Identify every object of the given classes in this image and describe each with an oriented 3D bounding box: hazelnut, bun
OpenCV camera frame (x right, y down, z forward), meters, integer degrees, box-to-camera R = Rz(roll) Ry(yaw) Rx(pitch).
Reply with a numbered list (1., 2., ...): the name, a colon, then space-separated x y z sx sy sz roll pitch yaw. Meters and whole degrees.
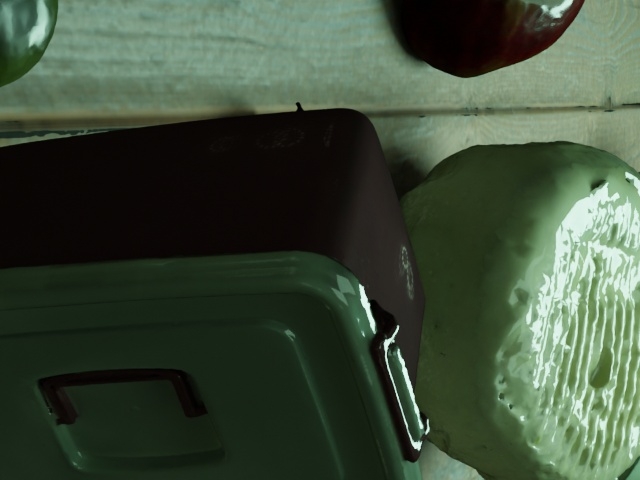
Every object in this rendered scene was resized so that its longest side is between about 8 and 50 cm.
1. hazelnut: 0.157 -0.247 1.509 0.201 0.160 0.170 -33 115 -15
2. bun: 0.183 0.072 1.504 0.359 0.211 0.360 -4 95 -52

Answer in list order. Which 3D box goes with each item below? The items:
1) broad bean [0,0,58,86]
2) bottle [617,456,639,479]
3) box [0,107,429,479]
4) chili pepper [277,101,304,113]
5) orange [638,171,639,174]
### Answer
1. broad bean: -0.202 -0.164 0.856 0.153 0.072 0.207 -69 161 -10
2. bottle: 0.382 0.241 1.920 0.351 0.229 0.229 25 69 -54
3. box: -0.083 0.043 0.883 0.167 0.294 0.193 -75 154 -47
4. chili pepper: 0.000 0.000 1.291 0.227 0.059 0.088 66 31 -45
5. orange: 0.444 0.009 2.017 0.236 0.236 0.236 -8 99 -63
